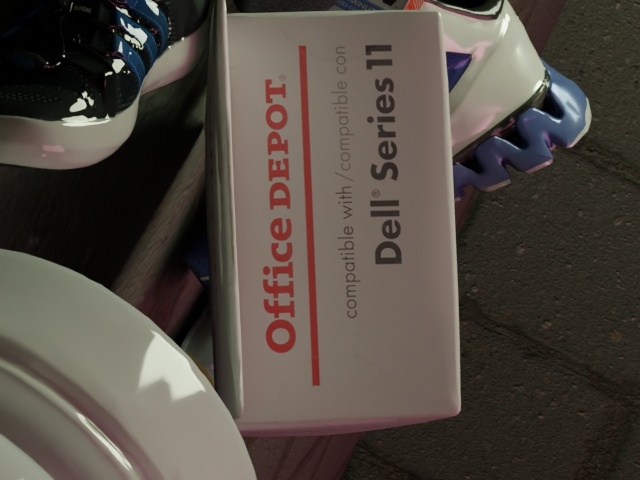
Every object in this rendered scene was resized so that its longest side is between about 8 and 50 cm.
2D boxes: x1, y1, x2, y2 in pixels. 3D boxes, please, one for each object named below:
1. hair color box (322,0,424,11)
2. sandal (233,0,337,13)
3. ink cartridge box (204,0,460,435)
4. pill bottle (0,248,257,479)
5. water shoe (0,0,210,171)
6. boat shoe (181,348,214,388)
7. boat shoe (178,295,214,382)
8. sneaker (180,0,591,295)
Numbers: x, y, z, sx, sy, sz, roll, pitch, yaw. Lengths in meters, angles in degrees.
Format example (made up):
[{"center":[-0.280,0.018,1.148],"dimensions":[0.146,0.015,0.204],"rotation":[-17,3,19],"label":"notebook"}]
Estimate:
[{"center":[0.031,-0.189,1.066],"dimensions":[0.167,0.093,0.053],"rotation":[-63,172,-4],"label":"hair color box"},{"center":[0.004,-0.216,0.936],"dimensions":[0.097,0.054,0.254],"rotation":[-12,149,-36],"label":"sandal"},{"center":[0.000,0.000,0.942],"dimensions":[0.353,0.119,0.207],"rotation":[123,-35,-83],"label":"ink cartridge box"},{"center":[-0.176,0.172,0.494],"dimensions":[0.392,0.224,0.224],"rotation":[-52,167,-54],"label":"pill bottle"},{"center":[-0.100,-0.090,0.719],"dimensions":[0.203,0.073,0.080],"rotation":[-60,156,-65],"label":"water shoe"},{"center":[-0.170,0.188,1.070],"dimensions":[0.098,0.109,0.302],"rotation":[-7,-136,50],"label":"boat shoe"},{"center":[-0.057,0.046,1.394],"dimensions":[0.227,0.079,0.081],"rotation":[-46,139,-50],"label":"boat shoe"},{"center":[0.022,-0.090,1.238],"dimensions":[0.315,0.182,0.127],"rotation":[-32,-159,-11],"label":"sneaker"}]
